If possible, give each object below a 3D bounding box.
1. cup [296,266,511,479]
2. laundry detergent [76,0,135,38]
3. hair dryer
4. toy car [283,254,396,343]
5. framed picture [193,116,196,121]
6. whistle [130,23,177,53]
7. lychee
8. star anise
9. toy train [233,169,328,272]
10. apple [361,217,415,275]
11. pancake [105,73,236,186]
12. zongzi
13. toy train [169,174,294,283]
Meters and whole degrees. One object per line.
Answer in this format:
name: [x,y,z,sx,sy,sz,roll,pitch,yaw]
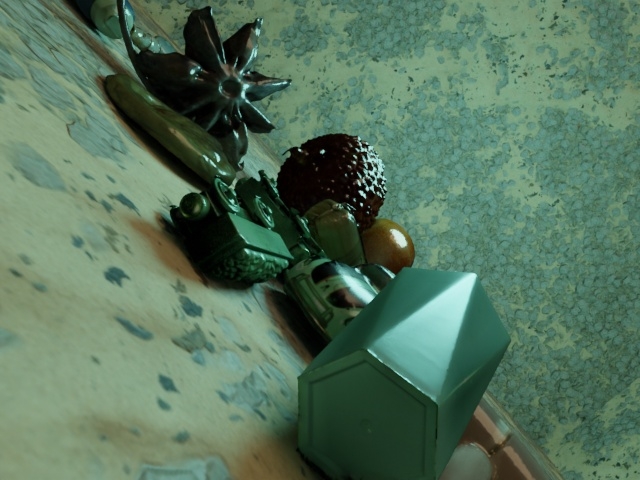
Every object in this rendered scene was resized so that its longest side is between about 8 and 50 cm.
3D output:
cup: [0.071,0.111,0.430,0.134,0.148,0.235,33,21,19]
laundry detergent: [-0.451,-0.491,0.994,0.290,0.094,0.143,54,2,26]
hair dryer: [0.130,0.243,0.456,0.189,0.107,0.344,52,16,22]
toy car: [0.067,0.099,0.687,0.136,0.125,0.306,52,6,32]
framed picture: [-0.308,-0.316,1.180,0.281,0.019,0.209,46,6,-20]
whistle: [-0.437,-0.504,1.323,0.107,0.057,0.220,63,14,12]
lychee: [0.023,-0.124,1.157,0.300,0.264,0.264,38,11,-47]
star anise: [-0.203,-0.305,0.934,0.139,0.315,0.360,15,-62,44]
toy train: [-0.064,-0.015,0.738,0.200,0.083,0.132,53,-3,43]
apple: [0.134,0.029,1.266,0.162,0.201,0.201,61,4,-9]
pancake: [-0.213,-0.168,0.743,0.242,0.050,0.242,43,3,-3]
zongzi: [0.000,0.000,0.870,0.197,0.099,0.194,44,-26,49]
toy train: [-0.087,-0.003,0.522,0.099,0.070,0.172,60,9,14]
